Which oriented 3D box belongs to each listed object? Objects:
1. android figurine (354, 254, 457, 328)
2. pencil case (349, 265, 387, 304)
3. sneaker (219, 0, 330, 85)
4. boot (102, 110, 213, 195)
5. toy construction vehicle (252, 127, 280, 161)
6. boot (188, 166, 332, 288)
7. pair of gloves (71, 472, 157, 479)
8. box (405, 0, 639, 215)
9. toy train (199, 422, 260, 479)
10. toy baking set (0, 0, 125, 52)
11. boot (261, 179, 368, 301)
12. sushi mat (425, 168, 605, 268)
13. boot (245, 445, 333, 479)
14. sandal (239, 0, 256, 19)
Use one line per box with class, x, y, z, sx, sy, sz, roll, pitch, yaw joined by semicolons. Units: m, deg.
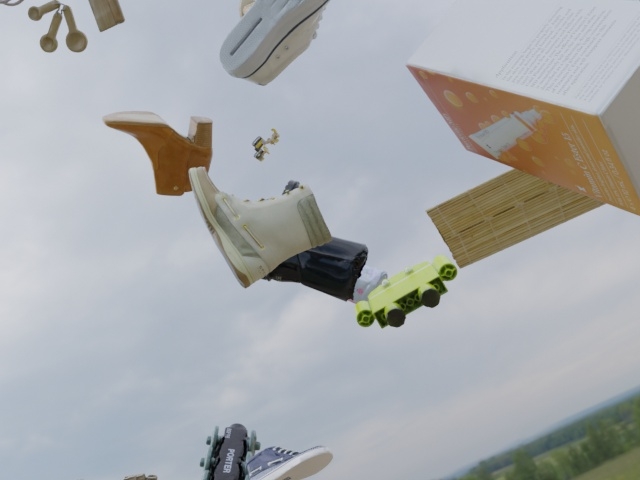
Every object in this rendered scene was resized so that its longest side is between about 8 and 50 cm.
android figurine;0.189;0.114;1.636;0.248;0.056;0.273;-30;10;6
pencil case;0.047;0.090;1.998;0.124;0.273;0.113;-37;-35;-61
sneaker;-0.035;-0.328;1.041;0.258;0.094;0.091;-40;-25;20
boot;-0.417;-0.216;1.878;0.295;0.104;0.211;0;-63;-28
toy construction vehicle;-0.153;-0.270;2.077;0.098;0.035;0.086;-45;-19;1
boot;-0.095;-0.050;1.116;0.165;0.213;0.077;-28;-22;-9
pair of gloves;-0.448;0.600;1.556;0.240;0.204;0.042;-2;13;-12
box;0.322;-0.204;1.003;0.168;0.345;0.215;-51;-51;-5
toy train;-0.229;0.597;1.790;0.142;0.334;0.190;7;-70;-3
toy baking set;-0.427;-0.418;1.166;0.197;0.256;0.030;-43;0;14
boot;0.000;0.000;1.516;0.207;0.246;0.094;13;-32;5
sushi mat;0.375;-0.066;1.393;0.316;0.151;0.019;-26;20;16
boot;-0.069;0.451;1.506;0.190;0.086;0.069;-28;-46;5
sandal;-0.136;-0.495;1.665;0.088;0.240;0.079;27;-34;-33
